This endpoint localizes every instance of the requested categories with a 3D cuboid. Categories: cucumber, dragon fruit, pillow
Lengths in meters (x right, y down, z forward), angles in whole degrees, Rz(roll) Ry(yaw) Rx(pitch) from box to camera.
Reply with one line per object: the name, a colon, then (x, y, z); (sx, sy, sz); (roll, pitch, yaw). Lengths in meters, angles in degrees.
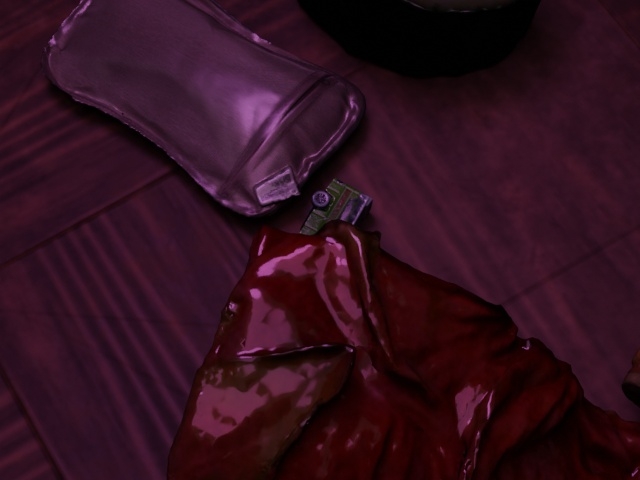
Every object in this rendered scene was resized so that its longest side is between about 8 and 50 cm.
cucumber: (0.066, -0.214, 1.125); (0.191, 0.130, 0.191); (-1, 68, 2)
dragon fruit: (0.063, 0.124, 0.946); (0.330, 0.302, 0.240); (5, 31, -10)
pillow: (-0.087, -0.111, 1.131); (0.233, 0.038, 0.130); (33, 74, 19)

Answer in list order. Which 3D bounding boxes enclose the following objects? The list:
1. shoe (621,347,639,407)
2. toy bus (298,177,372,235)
shoe: (0.245, 0.090, 0.989); (0.109, 0.072, 0.069); (21, 72, 14)
toy bus: (0.000, 0.000, 1.075); (0.037, 0.031, 0.083); (28, 69, 6)
